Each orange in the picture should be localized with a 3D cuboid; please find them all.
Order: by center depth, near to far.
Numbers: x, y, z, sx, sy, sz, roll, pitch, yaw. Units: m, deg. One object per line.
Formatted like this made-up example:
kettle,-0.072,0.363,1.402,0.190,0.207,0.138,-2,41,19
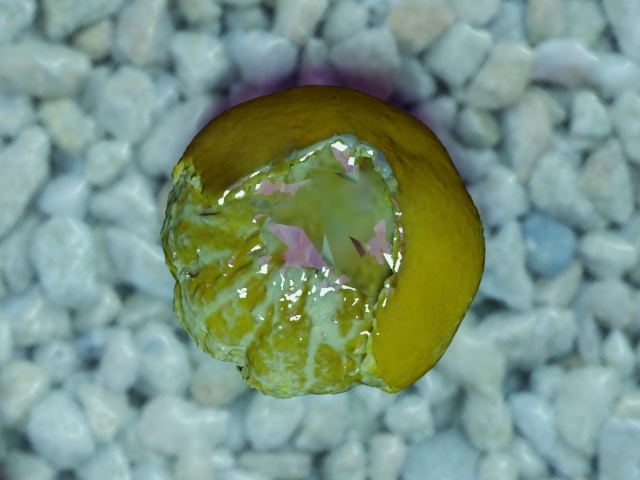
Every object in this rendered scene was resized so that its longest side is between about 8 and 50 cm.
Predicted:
orange,0.000,0.000,0.876,0.156,0.134,0.157,1,72,-4
